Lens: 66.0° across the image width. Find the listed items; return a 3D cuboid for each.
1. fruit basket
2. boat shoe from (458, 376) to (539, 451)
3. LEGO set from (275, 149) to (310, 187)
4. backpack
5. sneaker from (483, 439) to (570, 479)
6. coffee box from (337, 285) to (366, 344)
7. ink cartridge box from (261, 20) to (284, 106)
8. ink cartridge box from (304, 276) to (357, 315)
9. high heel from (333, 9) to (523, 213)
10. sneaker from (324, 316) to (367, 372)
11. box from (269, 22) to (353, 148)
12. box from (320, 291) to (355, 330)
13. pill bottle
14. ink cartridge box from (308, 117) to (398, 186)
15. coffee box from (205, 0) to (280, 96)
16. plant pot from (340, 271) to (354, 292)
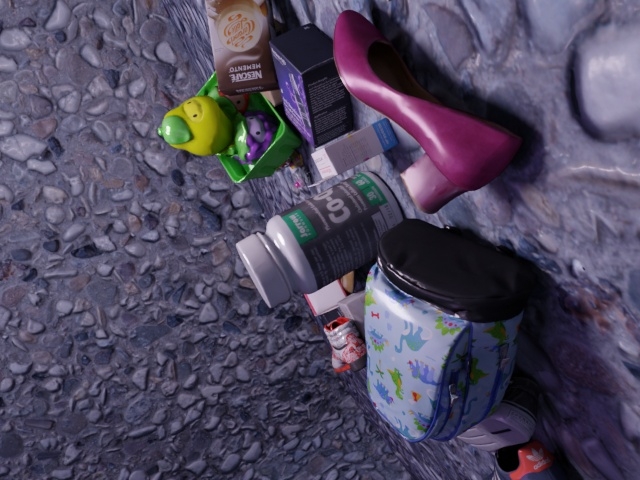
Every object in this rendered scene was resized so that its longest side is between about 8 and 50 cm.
[{"bbox_3d":[-0.289,-0.369,1.501,0.392,0.283,0.392,39,-157,-20],"label":"fruit basket"},{"bbox_3d":[0.367,0.367,1.053,0.121,0.119,0.335,39,156,4],"label":"boat shoe"},{"bbox_3d":[-0.147,-0.288,1.734,0.287,0.107,0.132,48,162,48],"label":"LEGO set"},{"bbox_3d":[0.207,0.186,0.887,0.290,0.273,0.356,32,147,45],"label":"backpack"},{"bbox_3d":[0.439,0.513,1.112,0.350,0.131,0.148,103,144,-64],"label":"sneaker"},{"bbox_3d":[0.197,0.271,1.426,0.297,0.168,0.119,62,168,-1],"label":"coffee box"},{"bbox_3d":[-0.160,-0.506,1.339,0.235,0.088,0.193,51,165,43],"label":"ink cartridge box"},{"bbox_3d":[0.011,0.101,1.663,0.226,0.131,0.306,62,-171,0],"label":"ink cartridge box"},{"bbox_3d":[0.150,-0.238,0.733,0.181,0.127,0.377,-41,72,48],"label":"high heel"},{"bbox_3d":[0.066,0.297,1.419,0.145,0.090,0.270,61,164,7],"label":"sneaker"},{"bbox_3d":[-0.016,-0.337,1.083,0.153,0.108,0.207,53,166,36],"label":"box"},{"bbox_3d":[0.088,0.297,1.953,0.093,0.158,0.156,54,165,32],"label":"box"},{"bbox_3d":[0.000,0.000,1.164,0.204,0.361,0.204,56,167,21],"label":"pill bottle"},{"bbox_3d":[0.051,-0.175,0.991,0.062,0.181,0.104,63,167,-9],"label":"ink cartridge box"},{"bbox_3d":[-0.176,-0.473,1.141,0.098,0.141,0.247,-64,-34,-81],"label":"coffee box"},{"bbox_3d":[0.075,0.039,1.471,0.236,0.032,0.236,179,90,-90],"label":"plant pot"}]
